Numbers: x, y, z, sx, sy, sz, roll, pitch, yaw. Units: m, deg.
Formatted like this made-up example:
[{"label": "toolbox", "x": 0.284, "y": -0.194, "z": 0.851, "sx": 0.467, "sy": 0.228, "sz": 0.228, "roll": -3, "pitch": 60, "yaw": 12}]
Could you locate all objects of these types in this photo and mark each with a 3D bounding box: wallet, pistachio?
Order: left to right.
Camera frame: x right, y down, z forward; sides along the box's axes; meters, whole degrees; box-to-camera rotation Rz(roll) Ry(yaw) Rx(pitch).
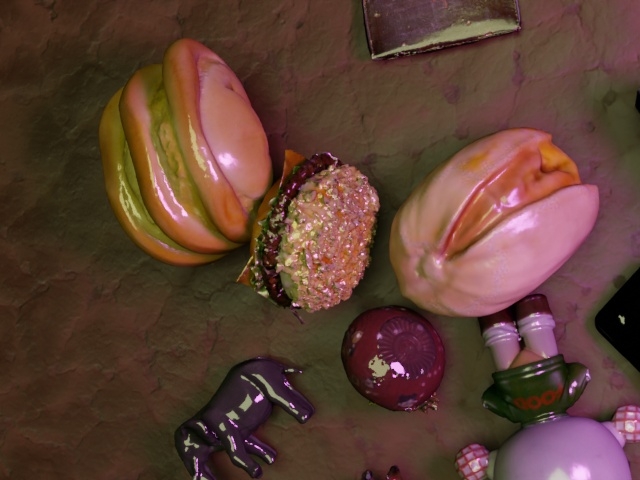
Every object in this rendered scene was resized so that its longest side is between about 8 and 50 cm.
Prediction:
[{"label": "wallet", "x": 0.180, "y": -0.345, "z": 1.728, "sx": 0.232, "sy": 0.031, "sz": 0.121, "roll": -10, "pitch": 82, "yaw": 11}, {"label": "pistachio", "x": 0.236, "y": -0.021, "z": 1.609, "sx": 0.309, "sy": 0.230, "sz": 0.230, "roll": -40, "pitch": 80, "yaw": -8}]

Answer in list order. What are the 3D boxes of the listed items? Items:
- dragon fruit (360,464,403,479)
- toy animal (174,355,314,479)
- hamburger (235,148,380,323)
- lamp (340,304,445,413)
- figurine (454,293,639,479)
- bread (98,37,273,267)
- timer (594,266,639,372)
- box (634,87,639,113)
[{"label": "dragon fruit", "x": 0.100, "y": 0.414, "z": 1.677, "sx": 0.130, "sy": 0.121, "sz": 0.142, "roll": -21, "pitch": 53, "yaw": -19}, {"label": "toy animal", "x": -0.123, "y": 0.285, "z": 1.745, "sx": 0.146, "sy": 0.114, "sz": 0.245, "roll": 39, "pitch": 75, "yaw": 5}, {"label": "hamburger", "x": 0.000, "y": 0.000, "z": 1.644, "sx": 0.139, "sy": 0.262, "sz": 0.243, "roll": 21, "pitch": 90, "yaw": 26}, {"label": "lamp", "x": 0.101, "y": 0.176, "z": 1.681, "sx": 0.156, "sy": 0.135, "sz": 0.157, "roll": 17, "pitch": 63, "yaw": -15}, {"label": "figurine", "x": 0.318, "y": 0.263, "z": 1.609, "sx": 0.282, "sy": 0.167, "sz": 0.369, "roll": -15, "pitch": 76, "yaw": 8}, {"label": "bread", "x": -0.200, "y": -0.119, "z": 1.666, "sx": 0.211, "sy": 0.270, "sz": 0.315, "roll": -16, "pitch": 87, "yaw": -28}, {"label": "timer", "x": 0.487, "y": 0.129, "z": 1.595, "sx": 0.187, "sy": 0.055, "sz": 0.144, "roll": 48, "pitch": 114, "yaw": 25}, {"label": "box", "x": 0.524, "y": -0.108, "z": 1.569, "sx": 0.071, "sy": 0.168, "sz": 0.259, "roll": -30, "pitch": 83, "yaw": 12}]
